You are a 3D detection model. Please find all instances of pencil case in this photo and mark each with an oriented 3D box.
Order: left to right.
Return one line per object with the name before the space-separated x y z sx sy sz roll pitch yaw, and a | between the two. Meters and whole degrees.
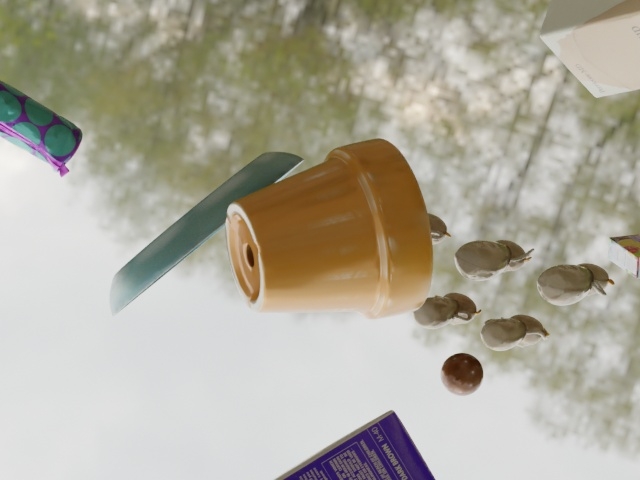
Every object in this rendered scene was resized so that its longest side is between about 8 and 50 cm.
pencil case | -0.358 -0.139 1.970 0.151 0.064 0.070 30 -139 -25

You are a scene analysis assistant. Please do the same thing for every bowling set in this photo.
bowling set | 0.198 0.085 2.080 0.287 0.200 0.154 23 -167 24

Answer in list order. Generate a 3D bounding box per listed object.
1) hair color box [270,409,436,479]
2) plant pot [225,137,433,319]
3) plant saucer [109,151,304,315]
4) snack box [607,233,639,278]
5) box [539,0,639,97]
hair color box | -0.065 0.303 1.611 0.339 0.185 0.110 -26 -98 -31
plant pot | 0.000 0.000 1.886 0.188 0.205 0.205 -12 -152 -20
plant saucer | -0.155 -0.018 2.133 0.044 0.317 0.317 51 -159 -1
snack box | 0.502 0.018 2.415 0.141 0.037 0.100 -5 -161 -14
box | 0.444 -0.287 2.064 0.311 0.121 0.148 -10 140 47
